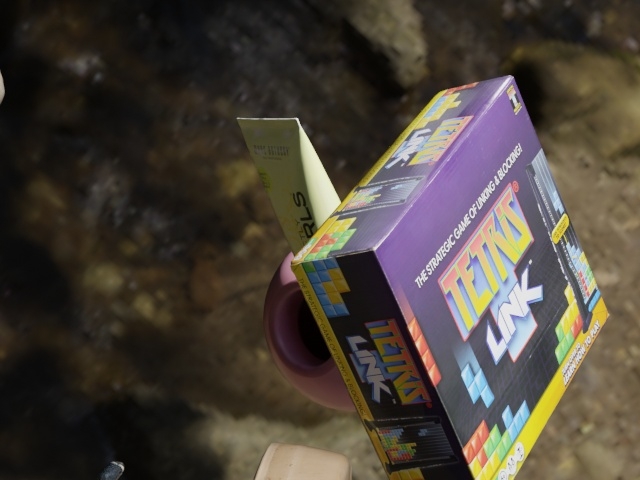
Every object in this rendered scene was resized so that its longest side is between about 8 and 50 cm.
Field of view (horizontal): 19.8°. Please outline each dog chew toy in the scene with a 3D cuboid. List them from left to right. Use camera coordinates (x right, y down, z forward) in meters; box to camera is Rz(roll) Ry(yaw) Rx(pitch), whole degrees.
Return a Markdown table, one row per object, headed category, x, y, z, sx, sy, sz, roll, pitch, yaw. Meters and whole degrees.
| category | x | y | z | sx | sy | sz | roll | pitch | yaw |
| --- | --- | --- | --- | --- | --- | --- | --- | --- | --- |
| dog chew toy | 0.089 | 0.079 | 2.091 | 0.332 | 0.206 | 0.206 | -8 | 65 | -50 |

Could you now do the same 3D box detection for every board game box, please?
| category | x | y | z | sx | sy | sz | roll | pitch | yaw |
| --- | --- | --- | --- | --- | --- | --- | --- | --- | --- |
| board game box | 0.067 | 0.024 | 0.853 | 0.170 | 0.048 | 0.141 | -50 | 123 | -49 |

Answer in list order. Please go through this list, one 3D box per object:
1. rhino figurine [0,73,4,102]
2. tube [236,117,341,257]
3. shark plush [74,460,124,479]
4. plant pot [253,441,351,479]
| category | x | y | z | sx | sy | sz | roll | pitch | yaw |
| --- | --- | --- | --- | --- | --- | --- | --- | --- | --- |
| rhino figurine | -0.341 | -0.088 | 1.423 | 0.073 | 0.106 | 0.243 | 58 | 41 | -4 |
| tube | 0.000 | 0.000 | 1.570 | 0.062 | 0.070 | 0.240 | -70 | 139 | -63 |
| shark plush | -0.221 | 0.266 | 1.718 | 0.073 | 0.067 | 0.161 | 37 | 27 | 26 |
| plant pot | 0.014 | 0.196 | 0.653 | 0.110 | 0.237 | 0.237 | 9 | 51 | 3 |
